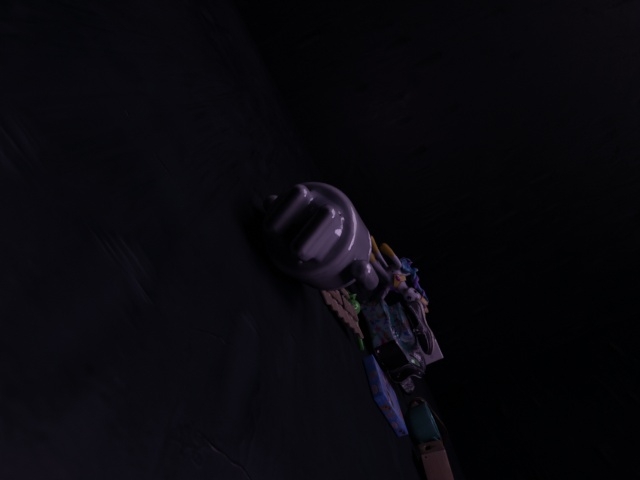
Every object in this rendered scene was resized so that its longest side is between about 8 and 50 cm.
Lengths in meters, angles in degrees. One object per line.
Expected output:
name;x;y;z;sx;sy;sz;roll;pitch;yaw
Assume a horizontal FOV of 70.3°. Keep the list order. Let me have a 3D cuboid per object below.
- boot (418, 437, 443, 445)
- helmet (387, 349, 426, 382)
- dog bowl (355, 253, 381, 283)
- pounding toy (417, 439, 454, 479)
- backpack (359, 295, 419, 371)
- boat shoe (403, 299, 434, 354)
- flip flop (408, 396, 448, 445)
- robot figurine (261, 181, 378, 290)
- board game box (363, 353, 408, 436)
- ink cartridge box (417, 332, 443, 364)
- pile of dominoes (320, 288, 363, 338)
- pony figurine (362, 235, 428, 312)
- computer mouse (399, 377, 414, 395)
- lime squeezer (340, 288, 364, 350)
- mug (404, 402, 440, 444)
boot;0.447;0.822;1.793;0.262;0.091;0.228;-103;167;-56
helmet;0.355;0.508;1.905;0.169;0.162;0.169;63;8;-15
dog bowl;0.189;0.048;2.339;0.407;0.151;0.408;62;7;-13
pounding toy;0.393;0.795;1.530;0.181;0.094;0.205;53;22;-78
backpack;0.256;0.340;1.748;0.225;0.191;0.253;54;8;-50
boat shoe;0.356;0.321;1.667;0.075;0.065;0.205;132;-50;-56
flip flop;0.472;0.809;2.018;0.276;0.112;0.080;58;-6;-8
robot figurine;0.000;0.000;0.989;0.300;0.199;0.353;42;-1;21
board game box;0.202;0.481;1.410;0.211;0.039;0.160;59;9;-30
ink cartridge box;0.446;0.535;2.151;0.100;0.238;0.172;65;8;2
pile of dominoes;0.038;0.179;1.381;0.251;0.040;0.195;48;16;-36
pony figurine;0.278;0.155;1.915;0.363;0.303;0.351;49;-11;-7
computer mouse;0.348;0.592;2.052;0.241;0.071;0.041;61;-33;0
lime squeezer;0.111;0.226;1.565;0.109;0.059;0.310;59;8;-32
mug;0.374;0.690;1.686;0.129;0.098;0.157;63;8;-12
